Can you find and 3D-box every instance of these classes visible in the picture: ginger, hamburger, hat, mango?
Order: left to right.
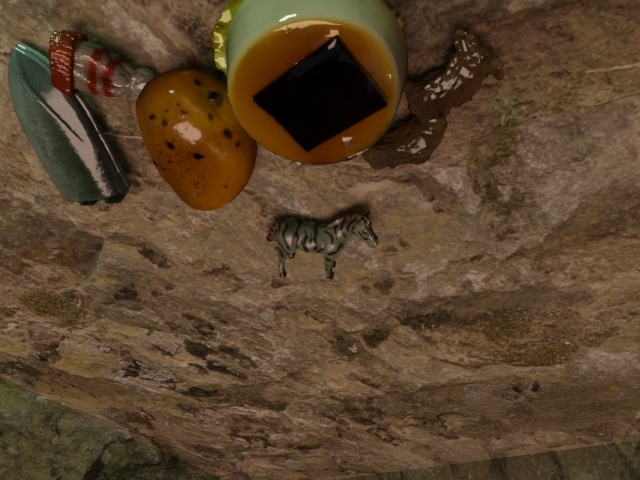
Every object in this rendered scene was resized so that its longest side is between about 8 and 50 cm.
[{"bbox_3d":[-0.358,-0.281,0.779,0.162,0.094,0.112,17,147,-18],"label":"hat"},{"bbox_3d":[-0.209,-0.167,0.832,0.190,0.160,0.291,-2,140,-4],"label":"mango"},{"bbox_3d":[-0.008,-0.258,0.693,0.275,0.179,0.294,-27,130,34],"label":"hamburger"},{"bbox_3d":[0.173,-0.211,0.783,0.122,0.084,0.290,21,136,-24],"label":"ginger"}]

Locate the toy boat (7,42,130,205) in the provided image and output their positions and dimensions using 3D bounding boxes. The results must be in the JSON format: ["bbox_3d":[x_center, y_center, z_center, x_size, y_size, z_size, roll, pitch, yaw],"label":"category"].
[{"bbox_3d":[-0.481,-0.206,0.875,0.141,0.092,0.320,-3,128,12],"label":"toy boat"}]

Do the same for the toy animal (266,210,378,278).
[{"bbox_3d":[0.007,0.013,1.044,0.254,0.090,0.170,-9,130,13],"label":"toy animal"}]
